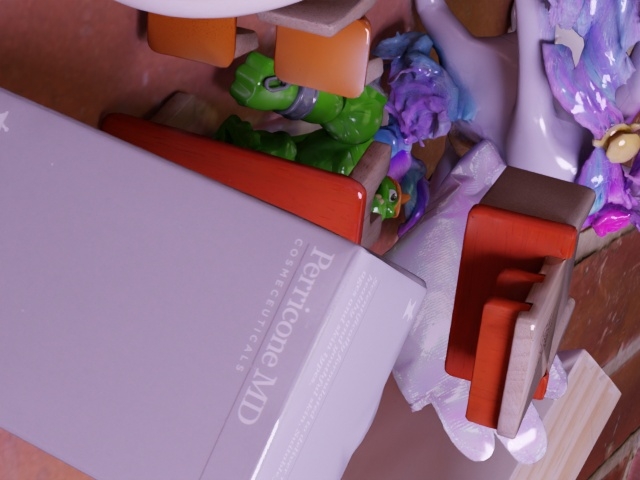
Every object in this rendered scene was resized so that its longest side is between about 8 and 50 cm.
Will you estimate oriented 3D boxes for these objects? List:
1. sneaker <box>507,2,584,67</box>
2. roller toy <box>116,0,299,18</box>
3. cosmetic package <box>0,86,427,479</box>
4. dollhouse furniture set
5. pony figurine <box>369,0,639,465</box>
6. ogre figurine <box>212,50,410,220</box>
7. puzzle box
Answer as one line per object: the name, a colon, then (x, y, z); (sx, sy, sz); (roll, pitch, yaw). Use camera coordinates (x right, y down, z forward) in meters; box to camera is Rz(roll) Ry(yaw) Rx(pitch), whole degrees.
sneaker: (0.204, -0.165, 1.255); (0.129, 0.111, 0.297); (-2, 109, -47)
roller toy: (-0.045, -0.196, 0.564); (0.191, 0.209, 0.146); (-33, 148, -5)
cosmetic package: (-0.091, 0.022, 0.599); (0.127, 0.238, 0.107); (-67, 156, -3)
dollhouse furniture set: (0.000, 0.000, 0.750); (0.135, 0.259, 0.262); (-50, 150, -54)
pony figurine: (0.157, -0.063, 0.977); (0.302, 0.351, 0.364); (-9, 128, -21)
ogre figurine: (-0.013, -0.035, 0.902); (0.118, 0.097, 0.197); (-22, 117, -35)
puzzle box: (0.018, 0.252, 1.025); (0.052, 0.272, 0.409); (47, 60, -20)
